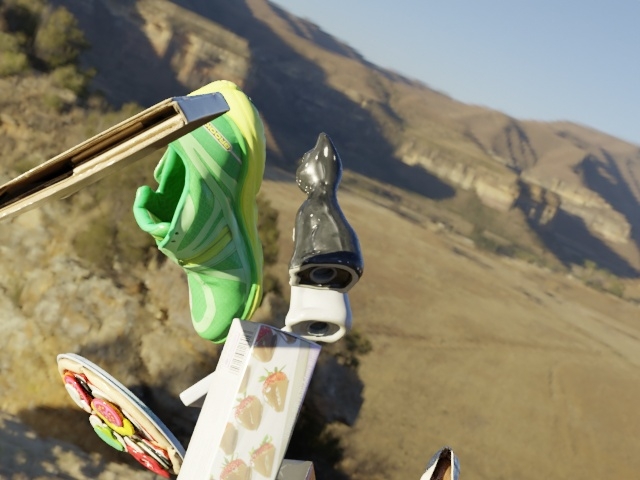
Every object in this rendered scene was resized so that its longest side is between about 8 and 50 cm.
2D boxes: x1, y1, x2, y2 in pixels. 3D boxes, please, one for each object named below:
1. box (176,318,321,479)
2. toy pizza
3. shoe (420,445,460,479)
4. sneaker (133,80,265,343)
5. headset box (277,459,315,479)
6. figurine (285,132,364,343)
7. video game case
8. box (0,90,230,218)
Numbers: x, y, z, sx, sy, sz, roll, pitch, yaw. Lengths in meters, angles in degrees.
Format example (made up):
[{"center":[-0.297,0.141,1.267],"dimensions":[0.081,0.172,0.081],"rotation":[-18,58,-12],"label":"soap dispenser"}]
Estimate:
[{"center":[-0.088,0.226,0.795],"dimensions":[0.063,0.324,0.067],"rotation":[23,-11,-23],"label":"box"},{"center":[-0.231,0.206,1.093],"dimensions":[0.201,0.032,0.201],"rotation":[33,-27,19],"label":"toy pizza"},{"center":[0.194,0.464,1.693],"dimensions":[0.076,0.219,0.058],"rotation":[18,-29,8],"label":"shoe"},{"center":[-0.124,-0.020,0.953],"dimensions":[0.123,0.296,0.109],"rotation":[-14,39,-22],"label":"sneaker"},{"center":[-0.115,0.492,1.646],"dimensions":[0.218,0.293,0.110],"rotation":[2,29,15],"label":"headset box"},{"center":[0.000,0.000,1.266],"dimensions":[0.092,0.209,0.215],"rotation":[1,-35,-4],"label":"figurine"},{"center":[-0.099,0.188,1.449],"dimensions":[0.023,0.212,0.193],"rotation":[57,-3,11],"label":"video game case"},{"center":[-0.153,-0.061,0.692],"dimensions":[0.021,0.164,0.201],"rotation":[63,7,-8],"label":"box"}]
